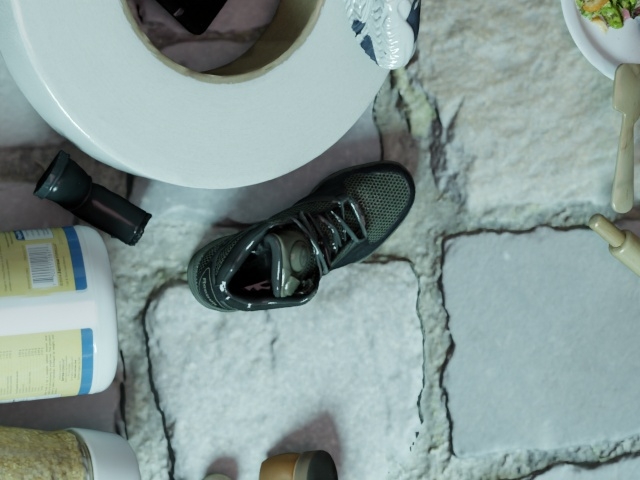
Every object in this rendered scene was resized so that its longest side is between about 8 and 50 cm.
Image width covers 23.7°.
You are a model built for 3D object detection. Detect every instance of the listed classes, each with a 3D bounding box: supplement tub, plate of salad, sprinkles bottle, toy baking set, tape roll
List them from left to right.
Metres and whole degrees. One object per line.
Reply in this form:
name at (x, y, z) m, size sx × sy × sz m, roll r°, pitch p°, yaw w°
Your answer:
sprinkles bottle at (-0.322, 0.198, 1.220) m, size 0.355 × 0.121 × 0.121 m, roll 11°, pitch 90°, yaw -35°
supplement tub at (-0.276, 0.065, 1.263) m, size 0.199 × 0.144 × 0.144 m, roll -5°, pitch 95°, yaw -17°
tape roll at (-0.094, -0.239, 1.286) m, size 0.392 × 0.072 × 0.392 m, roll -5°, pitch 100°, yaw -31°
plate of salad at (0.327, -0.246, 1.477) m, size 0.200 × 0.048 × 0.200 m, roll -1°, pitch 93°, yaw -17°
toy baking set at (0.347, -0.055, 1.498) m, size 0.256 × 0.030 × 0.197 m, roll 31°, pitch 83°, yaw -26°

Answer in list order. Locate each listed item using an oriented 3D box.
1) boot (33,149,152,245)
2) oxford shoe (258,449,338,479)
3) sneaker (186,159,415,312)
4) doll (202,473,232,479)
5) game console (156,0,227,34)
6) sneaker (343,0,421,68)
boot at (-0.192, -0.032, 1.299) m, size 0.099 × 0.121 × 0.045 m, roll 34°, pitch 86°, yaw -10°
oxford shoe at (-0.030, 0.297, 1.380) m, size 0.076 × 0.076 × 0.212 m, roll 28°, pitch 61°, yaw -55°
sneaker at (0.000, 0.000, 1.353) m, size 0.227 × 0.130 × 0.087 m, roll -25°, pitch 102°, yaw -16°
doll at (-0.131, 0.295, 1.374) m, size 0.129 × 0.046 × 0.189 m, roll 32°, pitch 85°, yaw -17°
game console at (-0.122, -0.264, 1.359) m, size 0.122 × 0.071 × 0.107 m, roll -56°, pitch 136°, yaw -6°
sneaker at (0.098, -0.270, 1.305) m, size 0.153 × 0.094 × 0.235 m, roll -9°, pitch 92°, yaw -23°
